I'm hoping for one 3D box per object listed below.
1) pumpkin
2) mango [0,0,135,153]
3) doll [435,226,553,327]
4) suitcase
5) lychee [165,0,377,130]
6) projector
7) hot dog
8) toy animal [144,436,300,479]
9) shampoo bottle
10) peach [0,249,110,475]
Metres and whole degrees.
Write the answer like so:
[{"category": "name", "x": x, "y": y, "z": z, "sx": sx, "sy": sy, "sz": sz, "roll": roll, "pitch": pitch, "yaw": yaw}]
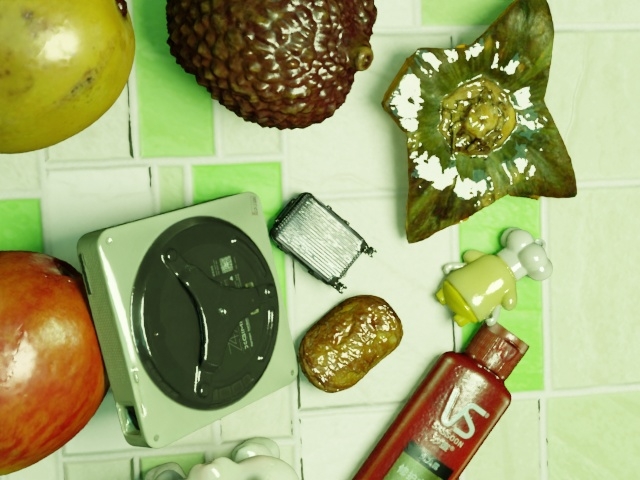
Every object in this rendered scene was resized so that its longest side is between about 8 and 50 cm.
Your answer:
[{"category": "pumpkin", "x": 0.205, "y": -0.164, "z": 1.284, "sx": 0.258, "sy": 0.095, "sz": 0.290, "roll": -15, "pitch": 100, "yaw": -11}, {"category": "mango", "x": -0.429, "y": -0.270, "z": 1.113, "sx": 0.446, "sy": 0.232, "sz": 0.300, "roll": 18, "pitch": 96, "yaw": -2}, {"category": "doll", "x": 0.235, "y": 0.048, "z": 1.318, "sx": 0.162, "sy": 0.062, "sz": 0.106, "roll": -35, "pitch": 66, "yaw": -2}, {"category": "suitcase", "x": 0.000, "y": 0.000, "z": 1.281, "sx": 0.126, "sy": 0.059, "sz": 0.086, "roll": 40, "pitch": 86, "yaw": -10}, {"category": "lychee", "x": -0.058, "y": -0.254, "z": 1.176, "sx": 0.271, "sy": 0.236, "sz": 0.236, "roll": 27, "pitch": 90, "yaw": 17}, {"category": "projector", "x": -0.145, "y": 0.087, "z": 1.190, "sx": 0.259, "sy": 0.079, "sz": 0.257, "roll": -20, "pitch": 100, "yaw": -47}, {"category": "hot dog", "x": 0.039, "y": 0.137, "z": 1.295, "sx": 0.147, "sy": 0.065, "sz": 0.099, "roll": -42, "pitch": 99, "yaw": -4}, {"category": "toy animal", "x": -0.097, "y": 0.370, "z": 1.149, "sx": 0.196, "sy": 0.367, "sz": 0.241, "roll": -19, "pitch": 85, "yaw": -10}, {"category": "shampoo bottle", "x": 0.163, "y": 0.250, "z": 1.317, "sx": 0.118, "sy": 0.076, "sz": 0.314, "roll": 36, "pitch": 88, "yaw": -2}, {"category": "peach", "x": -0.379, "y": 0.133, "z": 1.145, "sx": 0.281, "sy": 0.238, "sz": 0.281, "roll": 1, "pitch": 73, "yaw": -4}]
